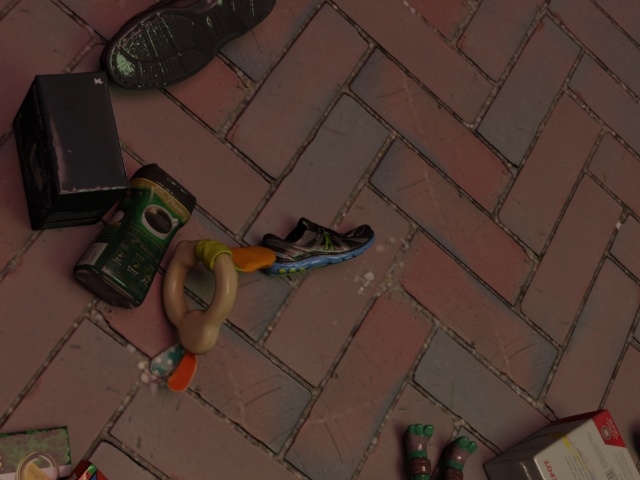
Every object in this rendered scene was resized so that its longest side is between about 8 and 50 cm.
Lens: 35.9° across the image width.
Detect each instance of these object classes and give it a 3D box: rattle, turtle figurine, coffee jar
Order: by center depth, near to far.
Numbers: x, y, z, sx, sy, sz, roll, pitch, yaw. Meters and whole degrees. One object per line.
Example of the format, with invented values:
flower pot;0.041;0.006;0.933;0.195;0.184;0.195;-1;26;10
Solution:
coffee jar;-0.241;-0.008;1.307;0.096;0.079;0.184;43;59;-28
rattle;-0.143;0.102;1.339;0.142;0.130;0.200;14;78;-67
turtle figurine;0.166;0.384;1.390;0.175;0.118;0.234;34;43;-34

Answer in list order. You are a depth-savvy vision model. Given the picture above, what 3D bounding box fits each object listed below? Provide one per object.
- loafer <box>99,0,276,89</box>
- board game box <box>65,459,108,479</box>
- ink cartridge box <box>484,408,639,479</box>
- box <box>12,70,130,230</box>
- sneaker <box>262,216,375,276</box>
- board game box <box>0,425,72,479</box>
loafer;-0.198;-0.307;1.437;0.302;0.095;0.109;-36;124;-28
board game box;-0.318;0.409;1.139;0.281;0.027;0.145;-52;126;-30
ink cartridge box;0.366;0.355;1.499;0.176;0.127;0.128;-21;84;-33
box;-0.320;-0.111;1.253;0.093;0.158;0.156;-8;78;-30
sneaker;0.000;0.000;1.446;0.188;0.067;0.078;-12;87;-28
board game box;-0.418;0.298;1.149;0.259;0.030;0.136;-3;74;-29
